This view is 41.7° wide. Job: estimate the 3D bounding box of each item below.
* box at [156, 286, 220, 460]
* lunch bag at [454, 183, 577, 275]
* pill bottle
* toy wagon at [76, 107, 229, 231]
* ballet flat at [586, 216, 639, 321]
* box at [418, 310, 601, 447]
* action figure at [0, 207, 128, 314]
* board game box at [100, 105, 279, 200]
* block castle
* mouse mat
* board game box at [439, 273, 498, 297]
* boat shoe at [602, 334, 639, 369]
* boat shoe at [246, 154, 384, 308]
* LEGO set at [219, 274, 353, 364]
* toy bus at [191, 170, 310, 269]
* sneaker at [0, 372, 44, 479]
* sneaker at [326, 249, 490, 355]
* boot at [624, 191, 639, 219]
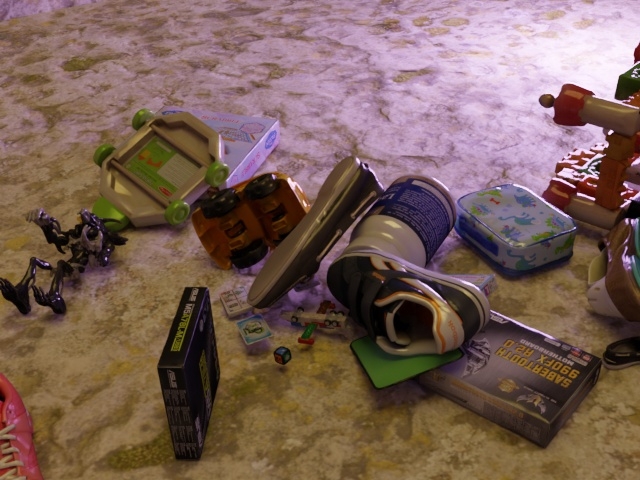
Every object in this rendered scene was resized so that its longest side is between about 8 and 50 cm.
[{"bbox_3d":[-0.193,0.197,1.263,0.045,0.190,0.184,-1,33,3],"label":"box"},{"bbox_3d":[0.377,-0.024,1.662,0.176,0.090,0.219,-17,37,-23],"label":"lunch bag"},{"bbox_3d":[0.146,-0.005,1.586,0.153,0.153,0.264,15,37,22],"label":"pill bottle"},{"bbox_3d":[-0.370,-0.132,1.801,0.267,0.068,0.344,36,73,27],"label":"toy wagon"},{"bbox_3d":[0.537,0.066,1.504,0.124,0.116,0.342,-33,14,28],"label":"ballet flat"},{"bbox_3d":[0.301,0.209,1.347,0.231,0.056,0.183,24,41,33],"label":"box"},{"bbox_3d":[-0.474,0.012,1.585,0.164,0.140,0.275,9,42,16],"label":"action figure"},{"bbox_3d":[-0.299,-0.210,1.987,0.319,0.065,0.318,10,36,17],"label":"board game box"},{"bbox_3d":[0.629,-0.236,1.782,0.213,0.302,0.453,24,40,34],"label":"block castle"},{"bbox_3d":[0.137,0.178,1.373,0.153,0.007,0.189,-20,20,-5],"label":"mouse mat"},{"bbox_3d":[0.222,0.095,1.496,0.154,0.026,0.103,-1,26,45],"label":"board game box"},{"bbox_3d":[0.525,0.178,1.400,0.125,0.038,0.046,-12,35,-15],"label":"boat shoe"},{"bbox_3d":[0.000,0.000,1.504,0.335,0.095,0.112,-55,19,-13],"label":"boat shoe"},{"bbox_3d":[-0.061,0.140,1.492,0.183,0.060,0.244,-19,30,-14],"label":"LEGO set"},{"bbox_3d":[-0.113,-0.066,1.658,0.220,0.149,0.211,-21,20,21],"label":"toy bus"},{"bbox_3d":[-0.455,0.297,1.171,0.116,0.136,0.314,-16,37,-19],"label":"sneaker"},{"bbox_3d":[0.109,0.101,1.381,0.321,0.126,0.127,11,33,43],"label":"sneaker"},{"bbox_3d":[0.866,-0.083,1.679,0.367,0.146,0.445,17,35,39],"label":"boot"}]
